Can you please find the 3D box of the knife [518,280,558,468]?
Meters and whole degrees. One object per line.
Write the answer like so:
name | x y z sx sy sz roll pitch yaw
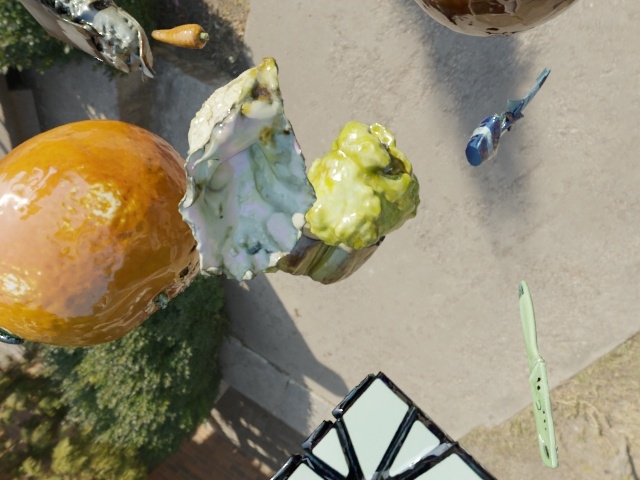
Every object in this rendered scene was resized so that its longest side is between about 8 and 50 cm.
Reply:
knife | 0.328 0.186 0.683 0.020 0.292 0.043 10 147 -1

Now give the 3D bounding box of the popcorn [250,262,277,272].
popcorn | -0.232 0.003 1.936 0.336 0.279 0.274 6 114 -23

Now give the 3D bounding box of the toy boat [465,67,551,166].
toy boat | 0.466 -0.311 1.126 0.070 0.210 0.291 41 115 17

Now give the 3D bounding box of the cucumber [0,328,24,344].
cucumber | -0.861 0.242 1.180 0.185 0.036 0.033 10 164 13

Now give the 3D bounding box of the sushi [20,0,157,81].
sushi | -0.395 -0.402 0.819 0.273 0.109 0.134 27 170 3

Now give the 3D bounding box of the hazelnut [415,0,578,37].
hazelnut | 0.257 -0.520 0.658 0.353 0.421 0.420 11 130 41

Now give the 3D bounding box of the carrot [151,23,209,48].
carrot | -0.404 -0.569 1.248 0.257 0.061 0.061 19 133 32

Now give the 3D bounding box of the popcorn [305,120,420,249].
popcorn | 0.092 -0.108 0.948 0.242 0.250 0.235 -43 73 20

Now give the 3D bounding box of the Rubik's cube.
Rubik's cube | 0.125 0.412 0.626 0.283 0.288 0.293 48 174 -29

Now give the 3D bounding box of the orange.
orange | -0.385 0.000 0.795 0.326 0.424 0.424 42 136 -1

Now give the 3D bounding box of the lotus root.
lotus root | 0.000 0.000 1.216 0.316 0.316 0.249 30 122 10

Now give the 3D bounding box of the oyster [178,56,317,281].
oyster | -0.077 -0.052 0.429 0.072 0.133 0.209 -120 11 -45
